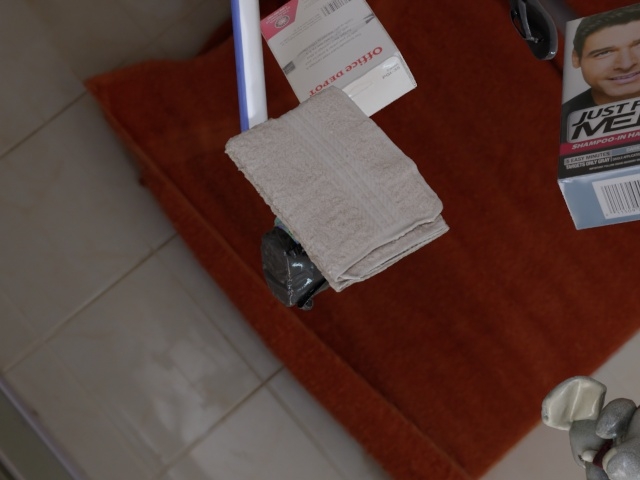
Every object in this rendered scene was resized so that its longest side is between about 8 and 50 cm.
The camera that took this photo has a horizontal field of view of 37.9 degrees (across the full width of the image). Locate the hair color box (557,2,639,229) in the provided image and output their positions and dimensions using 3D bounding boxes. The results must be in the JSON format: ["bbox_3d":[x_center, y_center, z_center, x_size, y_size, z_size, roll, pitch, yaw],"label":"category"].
[{"bbox_3d":[0.465,-0.200,1.396,0.185,0.113,0.374,-10,-137,27],"label":"hair color box"}]

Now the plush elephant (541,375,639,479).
[{"bbox_3d":[0.512,0.355,1.558,0.255,0.272,0.330,-39,-158,44],"label":"plush elephant"}]

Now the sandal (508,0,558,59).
[{"bbox_3d":[0.442,-0.498,2.042,0.054,0.254,0.097,-16,160,-17],"label":"sandal"}]

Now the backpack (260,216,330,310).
[{"bbox_3d":[0.000,0.000,1.396,0.182,0.115,0.152,-32,149,-26],"label":"backpack"}]

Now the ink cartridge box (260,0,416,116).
[{"bbox_3d":[0.028,-0.362,1.810,0.207,0.283,0.117,-32,144,8],"label":"ink cartridge box"}]

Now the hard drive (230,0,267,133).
[{"bbox_3d":[-0.109,-0.300,1.396,0.040,0.318,0.210,-4,-164,-3],"label":"hard drive"}]

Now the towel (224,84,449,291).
[{"bbox_3d":[0.020,-0.076,1.216,0.187,0.282,0.049,-30,152,-19],"label":"towel"}]
